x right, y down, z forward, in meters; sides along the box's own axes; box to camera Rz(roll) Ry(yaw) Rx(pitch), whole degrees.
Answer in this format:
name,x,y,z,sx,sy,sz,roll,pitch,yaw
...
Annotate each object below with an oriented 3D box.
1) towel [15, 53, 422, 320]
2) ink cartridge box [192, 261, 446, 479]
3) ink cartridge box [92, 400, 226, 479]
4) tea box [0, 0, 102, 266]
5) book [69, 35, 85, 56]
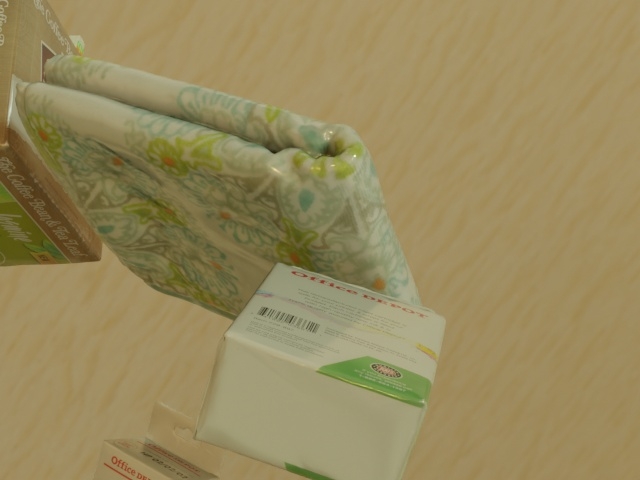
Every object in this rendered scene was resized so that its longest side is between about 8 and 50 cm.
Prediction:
name,x,y,z,sx,sy,sz,roll,pitch,yaw
towel,-0.086,-0.018,1.320,0.374,0.090,0.320,17,-27,29
ink cartridge box,0.007,0.102,1.076,0.154,0.093,0.212,18,17,4
ink cartridge box,-0.160,0.250,1.285,0.104,0.181,0.061,21,9,35
tea box,-0.435,-0.124,1.563,0.329,0.323,0.220,67,21,-67
book,-0.376,-0.217,1.878,0.035,0.096,0.144,66,21,-45
